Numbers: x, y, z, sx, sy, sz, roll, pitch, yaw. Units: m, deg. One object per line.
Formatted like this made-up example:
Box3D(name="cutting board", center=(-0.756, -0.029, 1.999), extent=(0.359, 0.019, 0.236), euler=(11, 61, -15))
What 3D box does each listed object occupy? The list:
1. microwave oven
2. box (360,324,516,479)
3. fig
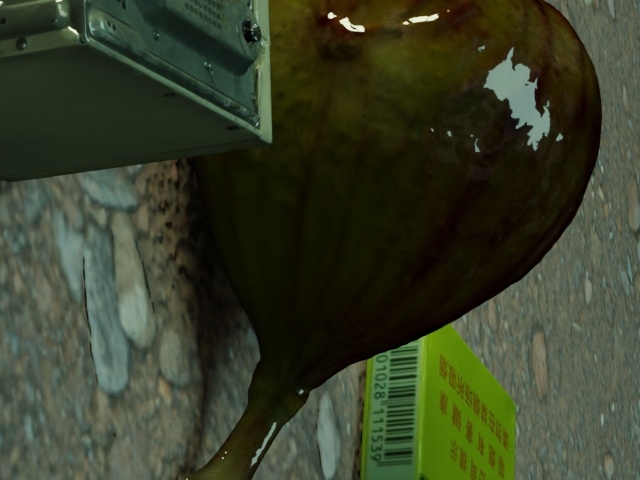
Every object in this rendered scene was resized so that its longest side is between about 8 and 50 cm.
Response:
Box3D(name="microwave oven", center=(-0.111, -0.163, 0.767), extent=(0.194, 0.145, 0.240), euler=(29, 57, -67))
Box3D(name="box", center=(0.071, 0.224, 1.225), extent=(0.187, 0.047, 0.335), euler=(50, 40, -55))
Box3D(name="fig", center=(0.000, 0.000, 1.002), extent=(0.320, 0.217, 0.217), euler=(-60, 147, -12))
